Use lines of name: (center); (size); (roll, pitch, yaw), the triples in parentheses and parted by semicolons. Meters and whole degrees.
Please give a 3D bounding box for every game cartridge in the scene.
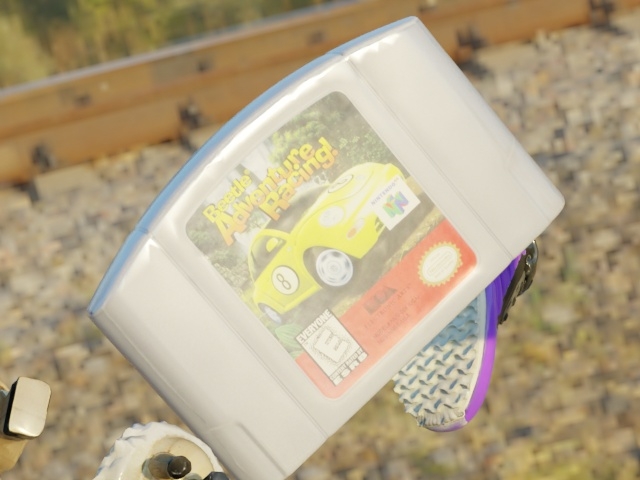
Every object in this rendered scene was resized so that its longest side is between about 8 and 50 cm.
game cartridge: (0.000, 0.000, 1.309); (0.294, 0.196, 0.060); (-44, 10, -11)

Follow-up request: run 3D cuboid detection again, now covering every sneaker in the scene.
sneaker: (0.141, 0.037, 1.779); (0.102, 0.293, 0.146); (-18, -30, 38)

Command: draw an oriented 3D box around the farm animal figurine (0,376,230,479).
farm animal figurine: (-0.247, 0.189, 1.046); (0.327, 0.330, 0.172); (-65, 12, -24)
